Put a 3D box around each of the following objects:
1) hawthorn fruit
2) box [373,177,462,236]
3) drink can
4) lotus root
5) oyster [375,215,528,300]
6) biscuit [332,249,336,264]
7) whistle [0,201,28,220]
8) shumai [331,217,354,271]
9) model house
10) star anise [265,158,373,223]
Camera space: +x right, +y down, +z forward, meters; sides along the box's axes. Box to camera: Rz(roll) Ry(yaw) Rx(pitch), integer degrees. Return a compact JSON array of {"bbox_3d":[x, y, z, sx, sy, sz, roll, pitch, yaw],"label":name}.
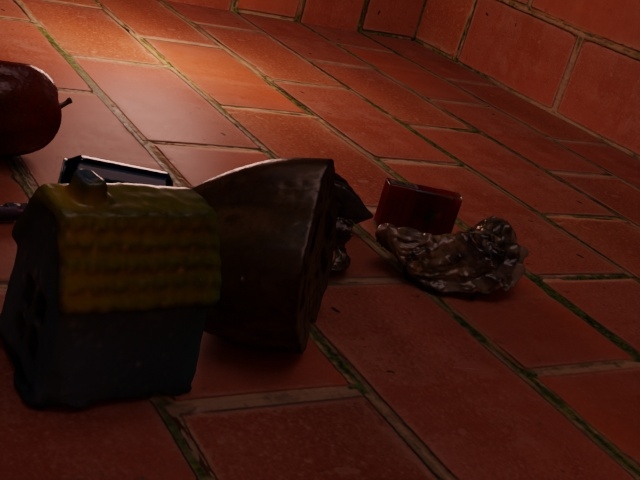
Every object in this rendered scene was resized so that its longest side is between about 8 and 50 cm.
[{"bbox_3d":[-0.609,-0.263,1.866,0.253,0.205,0.205,-5,30,-43],"label":"hawthorn fruit"},{"bbox_3d":[0.216,-0.068,2.074,0.175,0.112,0.048,12,21,-12],"label":"box"},{"bbox_3d":[-0.378,-0.088,1.708,0.204,0.118,0.118,12,22,-13],"label":"drink can"},{"bbox_3d":[-0.098,0.040,1.474,0.249,0.316,0.316,0,21,8],"label":"lotus root"},{"bbox_3d":[0.270,0.017,1.904,0.351,0.115,0.238,8,24,-20],"label":"oyster"},{"bbox_3d":[-0.048,0.018,1.716,0.140,0.023,0.118,-23,61,-20],"label":"biscuit"},{"bbox_3d":[-0.578,-0.047,1.586,0.176,0.033,0.033,-4,30,-42],"label":"whistle"},{"bbox_3d":[-0.006,0.005,1.791,0.123,0.105,0.139,-5,4,-34],"label":"shumai"},{"bbox_3d":[-0.278,0.051,1.232,0.237,0.303,0.215,-2,35,-38],"label":"model house"},{"bbox_3d":[-0.036,-0.095,1.978,0.315,0.108,0.315,17,21,-7],"label":"star anise"}]
